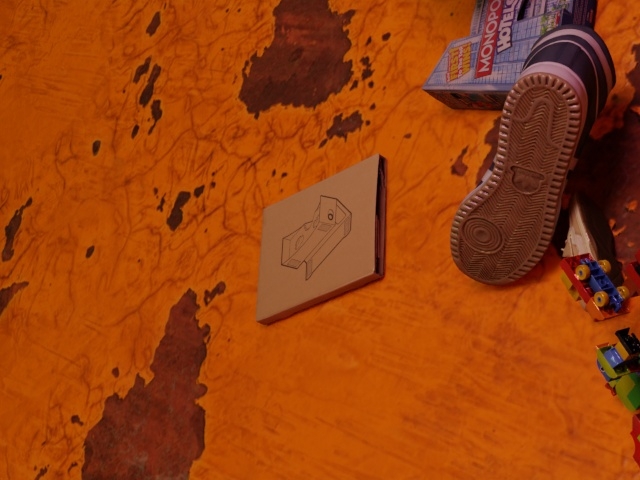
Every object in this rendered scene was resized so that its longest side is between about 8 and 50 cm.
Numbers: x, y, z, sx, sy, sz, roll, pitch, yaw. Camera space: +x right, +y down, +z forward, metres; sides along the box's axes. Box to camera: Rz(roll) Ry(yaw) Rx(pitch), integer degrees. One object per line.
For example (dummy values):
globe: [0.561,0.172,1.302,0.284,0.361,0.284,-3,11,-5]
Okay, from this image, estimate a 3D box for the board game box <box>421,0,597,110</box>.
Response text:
board game box: [0.209,-0.221,1.583,0.194,0.060,0.194,-10,61,45]

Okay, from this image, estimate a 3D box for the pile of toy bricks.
pile of toy bricks: [0.289,0.113,1.276,0.212,0.118,0.105,61,146,30]

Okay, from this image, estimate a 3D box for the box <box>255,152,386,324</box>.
box: [0.000,0.000,1.723,0.201,0.021,0.164,-25,51,39]

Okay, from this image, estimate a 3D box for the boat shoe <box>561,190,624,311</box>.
boat shoe: [0.259,0.010,1.394,0.045,0.050,0.135,-39,38,33]

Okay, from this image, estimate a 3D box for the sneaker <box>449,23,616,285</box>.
sneaker: [0.218,-0.089,1.441,0.153,0.099,0.282,-57,-12,-45]
